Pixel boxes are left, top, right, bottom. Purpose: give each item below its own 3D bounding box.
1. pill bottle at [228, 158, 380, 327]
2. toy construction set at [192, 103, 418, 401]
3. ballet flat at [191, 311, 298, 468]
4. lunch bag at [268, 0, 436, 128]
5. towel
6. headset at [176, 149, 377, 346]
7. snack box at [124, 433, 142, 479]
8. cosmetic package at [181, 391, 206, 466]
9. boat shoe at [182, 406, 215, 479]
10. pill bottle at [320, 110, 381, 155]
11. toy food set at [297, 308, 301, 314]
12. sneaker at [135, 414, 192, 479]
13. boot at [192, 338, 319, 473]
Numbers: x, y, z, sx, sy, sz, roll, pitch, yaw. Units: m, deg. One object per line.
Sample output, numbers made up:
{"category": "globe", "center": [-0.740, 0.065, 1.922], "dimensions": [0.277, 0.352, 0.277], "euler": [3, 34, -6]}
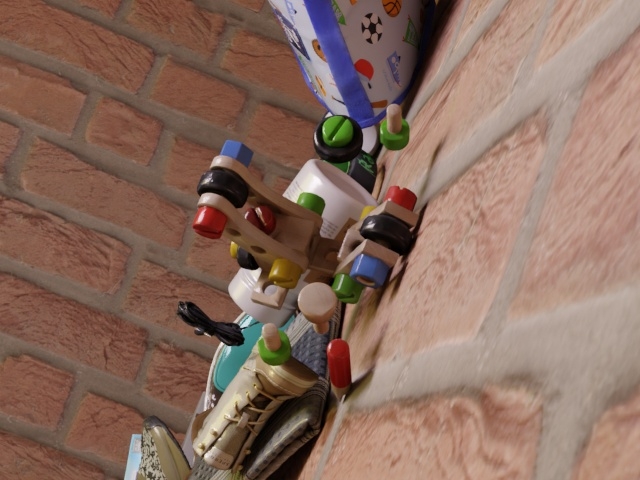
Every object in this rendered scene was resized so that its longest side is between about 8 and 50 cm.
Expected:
{"category": "pill bottle", "center": [-0.028, 0.009, 1.544], "dimensions": [0.229, 0.131, 0.131], "euler": [-53, 8, 15]}
{"category": "toy construction set", "center": [-0.006, 0.040, 1.255], "dimensions": [0.237, 0.257, 0.309], "euler": [83, -179, -62]}
{"category": "ballet flat", "center": [-0.139, 0.292, 1.874], "dimensions": [0.139, 0.139, 0.400], "euler": [126, 162, -72]}
{"category": "lunch bag", "center": [0.037, -0.411, 1.734], "dimensions": [0.385, 0.239, 0.328], "euler": [-79, -28, -45]}
{"category": "towel", "center": [-0.079, 0.250, 1.461], "dimensions": [0.324, 0.056, 0.312], "euler": [-48, 16, 26]}
{"category": "headset", "center": [-0.063, 0.004, 1.731], "dimensions": [0.394, 0.185, 0.243], "euler": [-57, 18, 12]}
{"category": "snack box", "center": [-0.299, 0.510, 2.066], "dimensions": [0.322, 0.060, 0.187], "euler": [67, -155, -60]}
{"category": "cosmetic package", "center": [-0.205, 0.412, 2.013], "dimensions": [0.238, 0.127, 0.107], "euler": [-78, 11, -58]}
{"category": "boat shoe", "center": [-0.139, 0.377, 1.613], "dimensions": [0.341, 0.121, 0.110], "euler": [-91, -12, -66]}
{"category": "pill bottle", "center": [0.054, -0.195, 1.949], "dimensions": [0.187, 0.112, 0.112], "euler": [-98, 30, -82]}
{"category": "toy food set", "center": [-0.071, 0.163, 2.072], "dimensions": [0.128, 0.071, 0.218], "euler": [-44, 3, -8]}
{"category": "sneaker", "center": [-0.296, 0.486, 1.735], "dimensions": [0.158, 0.182, 0.410], "euler": [25, 117, 56]}
{"category": "boot", "center": [-0.084, 0.207, 1.302], "dimensions": [0.165, 0.077, 0.213], "euler": [-56, 9, -7]}
